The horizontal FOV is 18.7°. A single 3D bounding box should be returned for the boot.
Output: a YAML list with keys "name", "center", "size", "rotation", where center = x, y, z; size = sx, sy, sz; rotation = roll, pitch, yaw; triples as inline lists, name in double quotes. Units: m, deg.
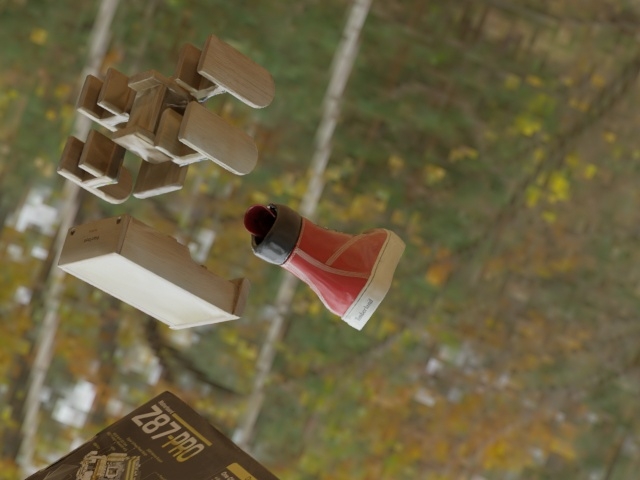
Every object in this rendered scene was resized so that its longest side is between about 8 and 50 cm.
- name: "boot"
  center: [0.000, 0.000, 2.212]
  size: [0.176, 0.088, 0.244]
  rotation: [34, -166, -2]

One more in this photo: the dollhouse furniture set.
- name: "dollhouse furniture set"
  center: [-0.143, -0.055, 1.960]
  size: [0.161, 0.242, 0.212]
  rotation: [31, 152, -35]

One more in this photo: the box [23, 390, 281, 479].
- name: "box"
  center: [-0.146, 0.276, 1.356]
  size: [0.395, 0.318, 0.097]
  rotation: [27, 148, 59]
